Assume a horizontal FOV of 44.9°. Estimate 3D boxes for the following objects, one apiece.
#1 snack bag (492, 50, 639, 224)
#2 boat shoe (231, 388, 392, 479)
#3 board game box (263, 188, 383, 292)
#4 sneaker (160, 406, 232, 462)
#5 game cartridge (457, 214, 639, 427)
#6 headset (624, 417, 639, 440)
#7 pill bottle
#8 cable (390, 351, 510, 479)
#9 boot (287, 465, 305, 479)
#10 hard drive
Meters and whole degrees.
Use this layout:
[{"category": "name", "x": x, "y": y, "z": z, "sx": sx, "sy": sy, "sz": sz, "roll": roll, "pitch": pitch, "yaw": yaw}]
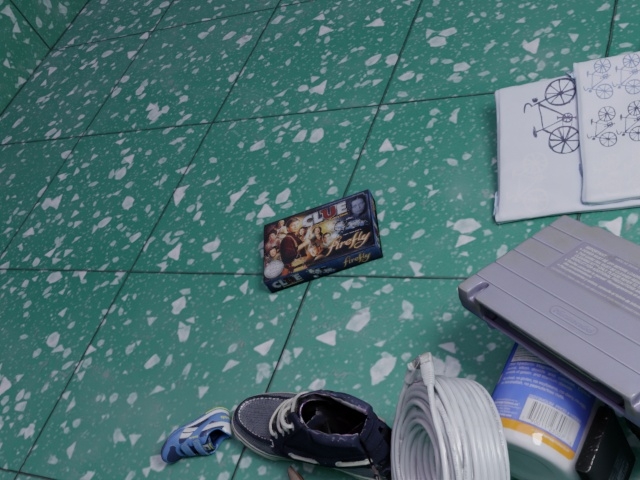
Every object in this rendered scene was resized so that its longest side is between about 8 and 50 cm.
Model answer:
[{"category": "snack bag", "x": 0.483, "y": -0.196, "z": 1.433, "sx": 0.343, "sy": 0.037, "sz": 0.322, "roll": -7, "pitch": 62, "yaw": 26}, {"category": "boat shoe", "x": -0.030, "y": 0.286, "z": 1.251, "sx": 0.341, "sy": 0.158, "sz": 0.127, "roll": 4, "pitch": 54, "yaw": 33}, {"category": "board game box", "x": 0.000, "y": 0.000, "z": 1.585, "sx": 0.243, "sy": 0.042, "sz": 0.165, "roll": -19, "pitch": 44, "yaw": 15}, {"category": "sneaker", "x": -0.219, "y": 0.356, "z": 1.379, "sx": 0.144, "sy": 0.053, "sz": 0.059, "roll": -34, "pitch": 44, "yaw": 0}, {"category": "game cartridge", "x": 0.385, "y": 0.094, "z": 1.038, "sx": 0.230, "sy": 0.068, "sz": 0.355, "roll": -27, "pitch": 34, "yaw": -19}, {"category": "headset", "x": 0.498, "y": 0.243, "z": 0.976, "sx": 0.244, "sy": 0.185, "sz": 0.394, "roll": 9, "pitch": 51, "yaw": 48}, {"category": "pill bottle", "x": 0.339, "y": 0.203, "z": 1.114, "sx": 0.152, "sy": 0.152, "sz": 0.272, "roll": 10, "pitch": 57, "yaw": 37}, {"category": "cable", "x": 0.168, "y": 0.312, "z": 1.056, "sx": 0.089, "sy": 0.257, "sz": 0.257, "roll": 1, "pitch": 44, "yaw": -14}, {"category": "boot", "x": -0.043, "y": 0.423, "z": 1.221, "sx": 0.087, "sy": 0.042, "sz": 0.118, "roll": -44, "pitch": 43, "yaw": -9}, {"category": "hard drive", "x": 0.377, "y": 0.292, "z": 1.020, "sx": 0.022, "sy": 0.135, "sz": 0.094, "roll": 9, "pitch": 56, "yaw": 42}]
